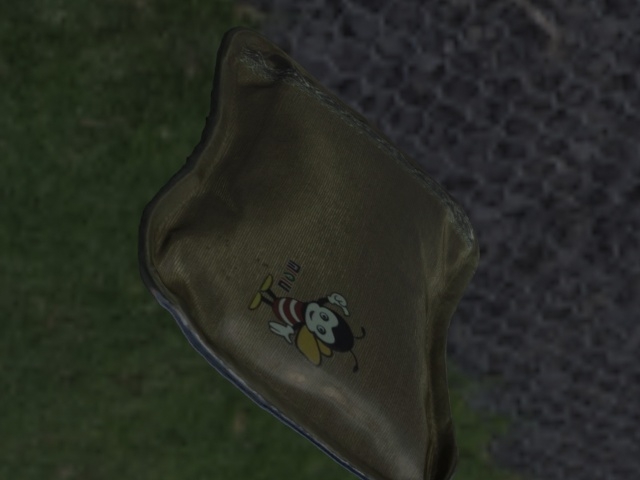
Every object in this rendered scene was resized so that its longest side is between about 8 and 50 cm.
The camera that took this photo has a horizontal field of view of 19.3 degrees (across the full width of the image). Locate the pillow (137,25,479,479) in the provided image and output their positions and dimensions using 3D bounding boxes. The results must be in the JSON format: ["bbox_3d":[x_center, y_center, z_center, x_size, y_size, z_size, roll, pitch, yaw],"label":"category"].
[{"bbox_3d":[0.000,0.000,0.636,0.130,0.217,0.033,41,115,-10],"label":"pillow"}]
